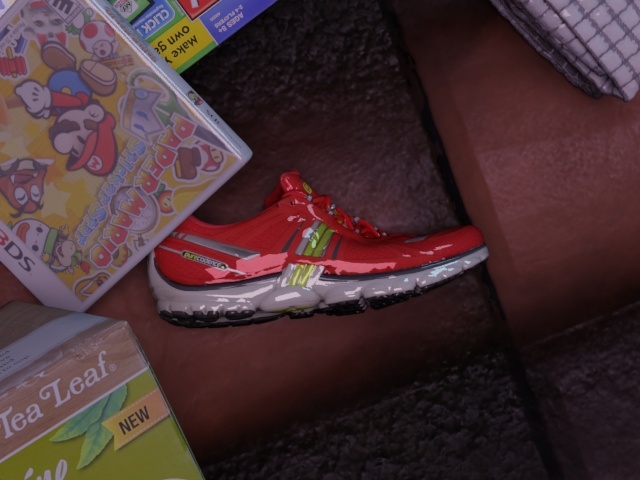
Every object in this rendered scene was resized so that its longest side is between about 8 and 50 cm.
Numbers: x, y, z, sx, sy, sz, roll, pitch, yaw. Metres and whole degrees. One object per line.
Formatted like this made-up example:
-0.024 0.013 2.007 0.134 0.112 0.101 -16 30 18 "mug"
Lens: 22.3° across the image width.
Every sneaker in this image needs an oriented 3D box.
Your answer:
0.000 0.000 1.304 0.279 0.107 0.118 -5 83 -10 "sneaker"

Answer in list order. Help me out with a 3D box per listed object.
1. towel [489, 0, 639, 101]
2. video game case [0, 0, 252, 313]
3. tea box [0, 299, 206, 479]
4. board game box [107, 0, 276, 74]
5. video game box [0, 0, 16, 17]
0.211 -0.286 1.303 0.284 0.121 0.235 44 87 -18 "towel"
-0.198 -0.070 1.256 0.206 0.026 0.227 46 117 -6 "video game case"
-0.245 0.261 1.141 0.329 0.220 0.323 -33 108 -27 "tea box"
-0.090 -0.281 1.281 0.317 0.046 0.213 -40 100 -14 "board game box"
-0.240 -0.242 1.294 0.187 0.048 0.205 -11 93 -10 "video game box"
